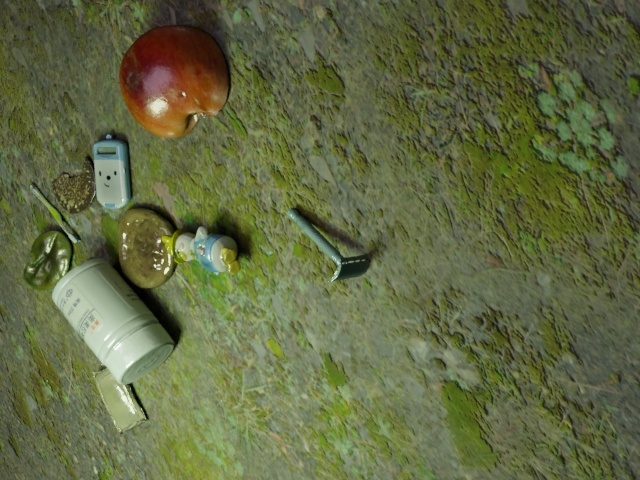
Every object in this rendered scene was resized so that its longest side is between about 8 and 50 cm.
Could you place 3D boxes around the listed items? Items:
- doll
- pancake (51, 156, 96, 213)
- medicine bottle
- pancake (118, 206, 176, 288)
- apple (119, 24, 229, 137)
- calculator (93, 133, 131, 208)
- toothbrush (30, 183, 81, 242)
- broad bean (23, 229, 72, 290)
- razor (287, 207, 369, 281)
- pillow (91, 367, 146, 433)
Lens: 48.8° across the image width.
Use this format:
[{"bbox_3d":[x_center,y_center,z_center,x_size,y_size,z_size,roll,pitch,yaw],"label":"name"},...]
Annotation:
[{"bbox_3d":[-0.305,0.025,1.814,0.240,0.135,0.099,8,75,29],"label":"doll"},{"bbox_3d":[-0.730,-0.168,2.086,0.190,0.020,0.184,18,109,27],"label":"pancake"},{"bbox_3d":[-0.574,0.226,1.964,0.332,0.190,0.190,45,119,17],"label":"medicine bottle"},{"bbox_3d":[-0.492,0.018,1.955,0.241,0.050,0.242,6,102,30],"label":"pancake"},{"bbox_3d":[-0.389,-0.388,1.745,0.293,0.163,0.251,-39,77,33],"label":"apple"},{"bbox_3d":[-0.585,-0.192,1.979,0.121,0.039,0.211,5,101,30],"label":"calculator"},{"bbox_3d":[-0.814,-0.084,2.149,0.263,0.026,0.022,45,113,17],"label":"toothbrush"},{"bbox_3d":[-0.833,0.069,2.165,0.153,0.072,0.207,44,118,3],"label":"broad bean"},{"bbox_3d":[0.000,0.000,1.632,0.232,0.106,0.068,45,119,28],"label":"razor"},{"bbox_3d":[-0.605,0.468,2.111,0.119,0.053,0.208,-29,84,29],"label":"pillow"}]
